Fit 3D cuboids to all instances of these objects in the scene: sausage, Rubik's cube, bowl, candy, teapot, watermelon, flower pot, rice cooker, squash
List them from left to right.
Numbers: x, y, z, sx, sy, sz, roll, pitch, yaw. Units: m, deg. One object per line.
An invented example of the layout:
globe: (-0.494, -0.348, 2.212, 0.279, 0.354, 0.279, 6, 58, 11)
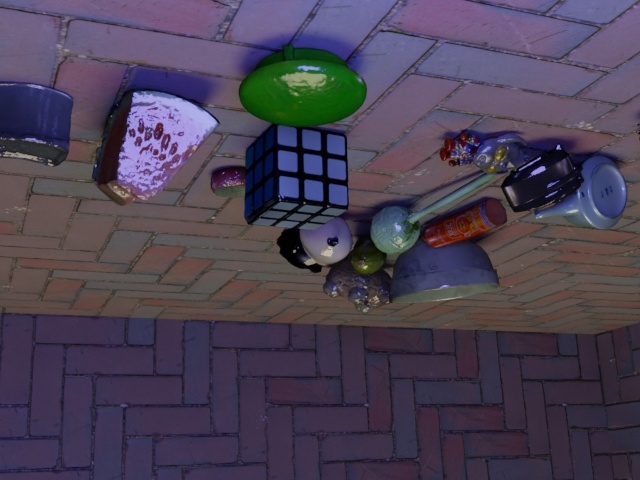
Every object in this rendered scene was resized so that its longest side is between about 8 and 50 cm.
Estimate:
flower pot: (-0.532, -0.200, 1.419, 0.229, 0.108, 0.103, 5, 161, -27)
watermelon: (-0.321, -0.150, 1.460, 0.148, 0.226, 0.318, 37, 133, -24)
candy: (-0.187, -0.124, 1.837, 0.103, 0.043, 0.103, -4, 165, -1)
Rubik's cube: (-0.050, -0.121, 1.661, 0.163, 0.162, 0.160, 5, 163, -26)
squash: (0.130, 0.036, 2.239, 0.094, 0.095, 0.341, -4, -175, 5)
candy: (0.273, -0.084, 1.981, 0.119, 0.119, 0.440, 10, 152, -36)
bowl: (0.337, 0.079, 2.366, 0.306, 0.164, 0.307, -4, 169, -1)
sausage: (0.352, -0.035, 2.168, 0.074, 0.074, 0.274, 8, 162, -32)
rice cooker: (0.458, -0.122, 1.760, 0.165, 0.106, 0.112, -35, -179, 14)
teapot: (0.576, -0.102, 1.865, 0.231, 0.159, 0.159, -26, 177, -31)

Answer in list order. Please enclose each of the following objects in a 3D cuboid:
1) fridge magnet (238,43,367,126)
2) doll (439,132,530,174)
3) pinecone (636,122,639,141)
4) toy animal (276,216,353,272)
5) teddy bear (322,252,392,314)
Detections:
fridge magnet: (-0.029, -0.243, 1.377, 0.207, 0.088, 0.208, -2, 163, -1)
doll: (0.335, -0.175, 1.707, 0.194, 0.062, 0.104, 4, 119, -18)
pinecone: (0.658, -0.203, 1.611, 0.109, 0.102, 0.102, 10, 162, -5)
toy animal: (0.000, 0.000, 2.153, 0.179, 0.138, 0.166, -27, 172, 38)
teddy bear: (0.123, 0.134, 2.578, 0.235, 0.151, 0.267, 17, 170, 25)
